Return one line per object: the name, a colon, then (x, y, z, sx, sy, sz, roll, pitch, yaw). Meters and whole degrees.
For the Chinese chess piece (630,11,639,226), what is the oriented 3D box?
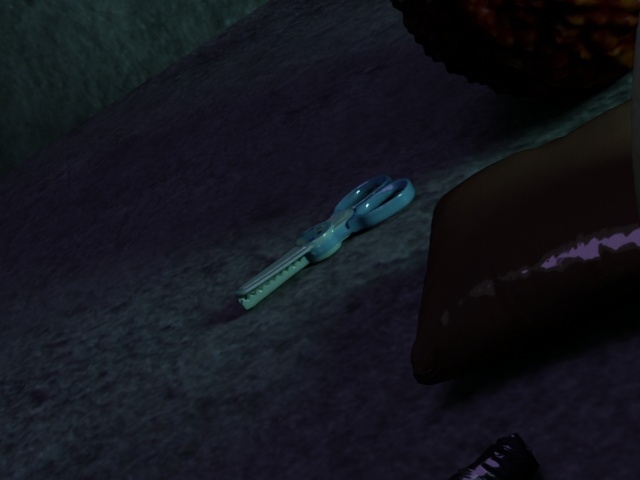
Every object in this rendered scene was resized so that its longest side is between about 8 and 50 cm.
Chinese chess piece: (0.360, -0.108, 1.273, 0.146, 0.349, 0.349, 4, 38, 30)

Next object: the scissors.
scissors: (0.000, 0.000, 1.987, 0.256, 0.030, 0.125, -36, 19, -15)

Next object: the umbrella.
umbrella: (0.097, 0.226, 1.339, 0.188, 0.046, 0.050, -38, 17, 2)

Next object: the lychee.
lychee: (0.248, -0.368, 1.908, 0.424, 0.425, 0.500, -12, 21, 44)

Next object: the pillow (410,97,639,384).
pillow: (0.231, -0.013, 1.565, 0.305, 0.108, 0.308, -27, 25, 24)
